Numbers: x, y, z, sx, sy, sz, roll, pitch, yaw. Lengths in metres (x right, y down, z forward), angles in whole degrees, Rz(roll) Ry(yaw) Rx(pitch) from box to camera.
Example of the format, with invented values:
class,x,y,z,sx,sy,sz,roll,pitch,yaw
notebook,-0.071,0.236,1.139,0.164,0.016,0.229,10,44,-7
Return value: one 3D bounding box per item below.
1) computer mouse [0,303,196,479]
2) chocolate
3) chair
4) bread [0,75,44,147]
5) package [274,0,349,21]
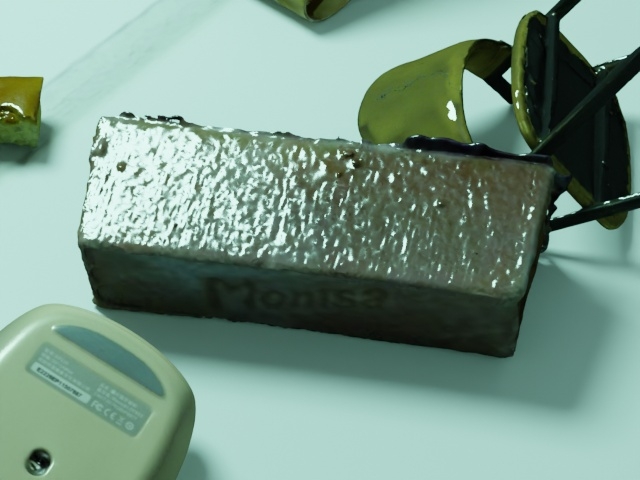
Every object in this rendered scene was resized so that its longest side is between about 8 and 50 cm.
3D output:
class,x,y,z,sx,sy,sz,roll,pitch,yaw
computer mouse,-0.169,0.143,0.977,0.145,0.082,0.236,30,51,0
chocolate,0.000,0.000,1.123,0.321,0.112,0.112,6,54,7
chair,0.174,-0.099,1.187,0.247,0.172,0.159,-31,33,34
bread,-0.318,-0.078,1.242,0.226,0.049,0.088,-2,45,-2
package,-0.042,-0.340,1.453,0.311,0.221,0.165,32,14,31
